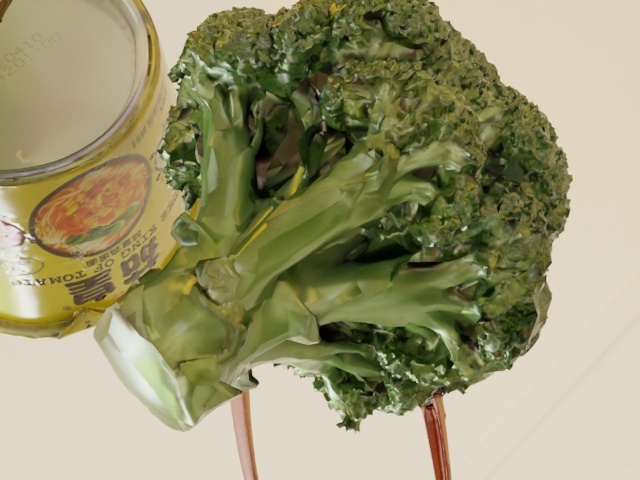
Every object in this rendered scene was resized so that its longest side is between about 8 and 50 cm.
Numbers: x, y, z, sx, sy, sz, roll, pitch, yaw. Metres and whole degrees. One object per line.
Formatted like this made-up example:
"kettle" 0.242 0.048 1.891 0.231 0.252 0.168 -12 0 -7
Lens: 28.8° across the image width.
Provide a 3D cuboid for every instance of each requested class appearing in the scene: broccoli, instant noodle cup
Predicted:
"broccoli" 0.000 0.000 0.666 0.270 0.270 0.270 28 -41 27
"instant noodle cup" -0.266 -0.103 1.163 0.325 0.325 0.254 49 -20 17

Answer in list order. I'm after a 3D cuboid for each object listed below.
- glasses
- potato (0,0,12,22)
"glasses" 0.019 0.193 0.998 0.118 0.234 0.268 -33 -133 37
"potato" -0.356 -0.174 0.896 0.289 0.237 0.301 -6 -81 15
